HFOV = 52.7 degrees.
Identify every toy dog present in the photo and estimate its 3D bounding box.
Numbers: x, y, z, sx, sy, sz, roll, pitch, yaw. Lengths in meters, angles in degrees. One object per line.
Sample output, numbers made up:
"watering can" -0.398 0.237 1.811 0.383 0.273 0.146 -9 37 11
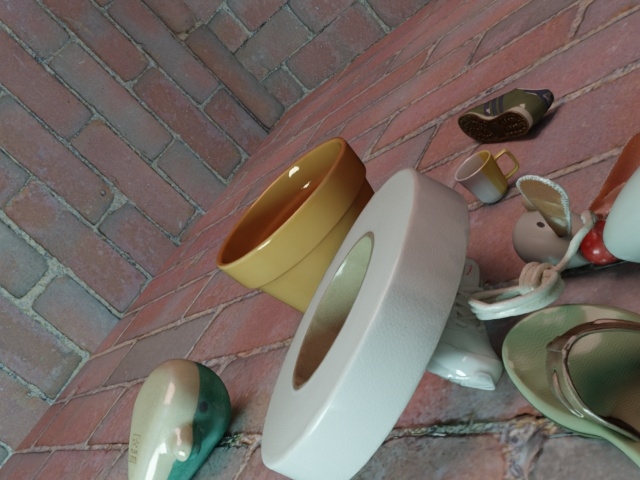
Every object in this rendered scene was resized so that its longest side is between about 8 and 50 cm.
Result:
"toy dog" 0.275 -0.052 0.580 0.220 0.161 0.334 -24 3 -40

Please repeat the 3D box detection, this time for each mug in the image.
"mug" 0.246 -0.091 0.946 0.078 0.064 0.062 -22 28 52

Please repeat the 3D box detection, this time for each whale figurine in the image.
"whale figurine" -0.228 0.331 1.036 0.216 0.141 0.272 -20 55 54

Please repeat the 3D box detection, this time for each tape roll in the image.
"tape roll" 0.044 0.096 0.773 0.392 0.072 0.392 -62 7 14

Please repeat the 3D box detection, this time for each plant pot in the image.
"plant pot" 0.000 0.000 1.078 0.291 0.203 0.291 -41 17 16

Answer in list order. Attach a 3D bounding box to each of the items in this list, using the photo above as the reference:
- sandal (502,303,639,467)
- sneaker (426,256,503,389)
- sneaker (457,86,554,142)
"sandal" 0.236 0.104 0.487 0.120 0.086 0.303 -46 17 -3
"sneaker" 0.143 0.076 0.711 0.232 0.090 0.115 -119 51 -71
"sneaker" 0.315 -0.215 1.087 0.086 0.064 0.192 -41 16 -10
